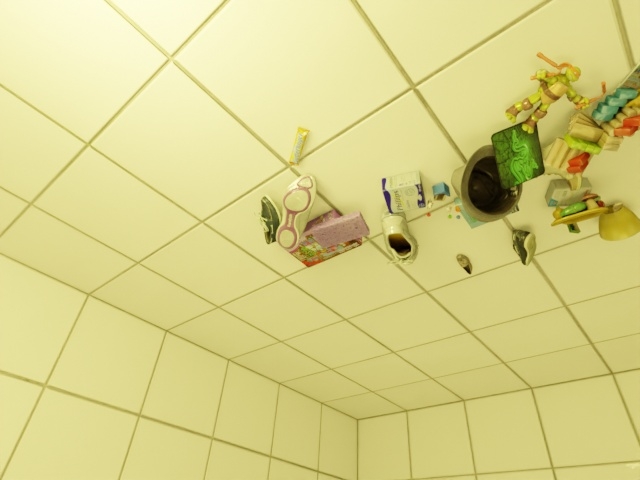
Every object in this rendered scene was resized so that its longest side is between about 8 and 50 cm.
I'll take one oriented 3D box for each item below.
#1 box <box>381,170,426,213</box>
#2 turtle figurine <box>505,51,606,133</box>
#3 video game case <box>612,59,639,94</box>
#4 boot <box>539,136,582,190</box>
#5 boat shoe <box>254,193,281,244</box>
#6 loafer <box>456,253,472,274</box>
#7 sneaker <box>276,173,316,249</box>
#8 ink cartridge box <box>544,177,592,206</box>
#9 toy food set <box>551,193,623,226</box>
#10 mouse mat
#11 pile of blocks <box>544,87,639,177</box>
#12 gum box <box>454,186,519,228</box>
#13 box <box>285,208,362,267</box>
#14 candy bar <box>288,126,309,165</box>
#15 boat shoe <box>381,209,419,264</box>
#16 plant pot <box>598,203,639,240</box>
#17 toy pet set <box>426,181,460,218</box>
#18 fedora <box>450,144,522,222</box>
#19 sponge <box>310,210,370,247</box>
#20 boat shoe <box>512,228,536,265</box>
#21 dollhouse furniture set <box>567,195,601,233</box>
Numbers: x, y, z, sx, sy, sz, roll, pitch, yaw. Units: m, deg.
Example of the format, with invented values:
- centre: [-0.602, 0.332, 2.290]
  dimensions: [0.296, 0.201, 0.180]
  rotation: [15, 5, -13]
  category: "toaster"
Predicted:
- centre: [0.300, -0.171, 1.500]
  dimensions: [0.137, 0.072, 0.126]
  rotation: [-10, 138, 18]
  category: "box"
- centre: [0.629, -0.414, 1.163]
  dimensions: [0.269, 0.087, 0.217]
  rotation: [14, 145, -25]
  category: "turtle figurine"
- centre: [0.892, -0.451, 1.154]
  dimensions: [0.087, 0.011, 0.122]
  rotation: [11, 140, -8]
  category: "video game case"
- centre: [0.763, -0.232, 1.380]
  dimensions: [0.164, 0.077, 0.213]
  rotation: [-19, 128, 24]
  category: "boot"
- centre: [-0.204, -0.076, 1.640]
  dimensions: [0.079, 0.095, 0.255]
  rotation: [-28, 150, -16]
  category: "boat shoe"
- centre: [0.638, 0.106, 1.831]
  dimensions: [0.045, 0.039, 0.125]
  rotation: [-24, 133, 31]
  category: "loafer"
- centre: [-0.091, -0.121, 1.579]
  dimensions: [0.114, 0.152, 0.305]
  rotation: [23, 117, 1]
  category: "sneaker"
- centre: [0.871, -0.169, 1.467]
  dimensions: [0.122, 0.052, 0.089]
  rotation: [-2, 142, 9]
  category: "ink cartridge box"
- centre: [0.911, -0.113, 1.446]
  dimensions: [0.217, 0.071, 0.128]
  rotation: [-20, 162, 32]
  category: "toy food set"
- centre: [0.621, -0.269, 1.305]
  dimensions: [0.152, 0.007, 0.190]
  rotation: [-23, 111, -1]
  category: "mouse mat"
- centre: [0.817, -0.323, 1.181]
  dimensions: [0.148, 0.113, 0.362]
  rotation: [36, 123, -10]
  category: "pile of blocks"
- centre: [0.616, -0.132, 1.543]
  dimensions: [0.184, 0.041, 0.157]
  rotation: [-24, 133, 29]
  category: "gum box"
- centre: [0.000, 0.000, 1.746]
  dimensions: [0.293, 0.057, 0.201]
  rotation: [-25, 132, 31]
  category: "box"
- centre: [-0.074, -0.315, 1.402]
  dimensions: [0.040, 0.018, 0.162]
  rotation: [13, 139, -10]
  category: "candy bar"
- centre: [0.325, 0.036, 1.665]
  dimensions: [0.135, 0.157, 0.367]
  rotation: [-8, 147, 14]
  category: "boat shoe"
- centre: [1.079, -0.075, 1.519]
  dimensions: [0.134, 0.134, 0.095]
  rotation: [-24, 107, 30]
  category: "plant pot"
- centre: [0.443, -0.144, 1.487]
  dimensions: [0.122, 0.114, 0.065]
  rotation: [4, 150, 0]
  category: "toy pet set"
- centre: [0.531, -0.187, 1.378]
  dimensions: [0.275, 0.244, 0.124]
  rotation: [9, -174, -24]
  category: "fedora"
- centre: [0.077, -0.039, 1.625]
  dimensions: [0.209, 0.031, 0.117]
  rotation: [-17, 135, 20]
  category: "sponge"
- centre: [0.835, 0.029, 1.710]
  dimensions: [0.079, 0.084, 0.233]
  rotation: [25, 165, 39]
  category: "boat shoe"
- centre: [0.967, -0.097, 1.540]
  dimensions: [0.075, 0.059, 0.152]
  rotation: [6, 141, -3]
  category: "dollhouse furniture set"
